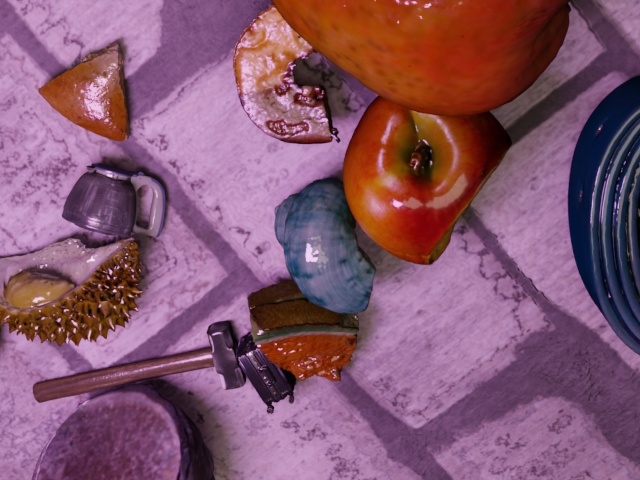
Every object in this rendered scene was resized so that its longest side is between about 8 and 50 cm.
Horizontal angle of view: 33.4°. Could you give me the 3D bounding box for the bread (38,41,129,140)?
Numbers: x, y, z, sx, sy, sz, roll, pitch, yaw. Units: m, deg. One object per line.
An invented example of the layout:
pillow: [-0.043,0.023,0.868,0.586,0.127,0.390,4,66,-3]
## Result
bread: [-0.363,-0.226,1.625,0.136,0.054,0.154,2,108,4]

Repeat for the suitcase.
suitcase: [-0.089,0.210,1.759,0.059,0.086,0.126,-28,107,10]

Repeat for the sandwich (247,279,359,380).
sandwich: [-0.036,0.146,1.712,0.184,0.109,0.160,-3,131,-19]

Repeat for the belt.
belt: [0.538,-0.029,1.606,0.300,0.173,0.437,-9,110,2]

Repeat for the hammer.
hammer: [-0.310,0.224,1.801,0.365,0.043,0.111,-12,111,8]

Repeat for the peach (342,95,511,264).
peach: [0.153,-0.100,1.558,0.248,0.275,0.245,-28,70,-1]

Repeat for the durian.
durian: [-0.398,0.081,1.700,0.306,0.172,0.166,-15,68,25]

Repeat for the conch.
conch: [-0.003,-0.002,1.634,0.134,0.202,0.196,4,118,-20]

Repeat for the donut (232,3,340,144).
donut: [-0.053,-0.251,1.588,0.141,0.085,0.217,-7,109,5]

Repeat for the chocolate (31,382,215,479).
chocolate: [-0.297,0.414,1.760,0.303,0.303,0.213,-27,142,11]

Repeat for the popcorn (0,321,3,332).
popcorn: [-0.597,0.164,1.735,0.173,0.142,0.173,1,140,1]

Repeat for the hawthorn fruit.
hawthorn fruit: [0.135,-0.403,1.346,0.471,0.472,0.472,1,110,2]

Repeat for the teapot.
teapot: [-0.318,-0.062,1.656,0.149,0.111,0.108,17,96,2]
